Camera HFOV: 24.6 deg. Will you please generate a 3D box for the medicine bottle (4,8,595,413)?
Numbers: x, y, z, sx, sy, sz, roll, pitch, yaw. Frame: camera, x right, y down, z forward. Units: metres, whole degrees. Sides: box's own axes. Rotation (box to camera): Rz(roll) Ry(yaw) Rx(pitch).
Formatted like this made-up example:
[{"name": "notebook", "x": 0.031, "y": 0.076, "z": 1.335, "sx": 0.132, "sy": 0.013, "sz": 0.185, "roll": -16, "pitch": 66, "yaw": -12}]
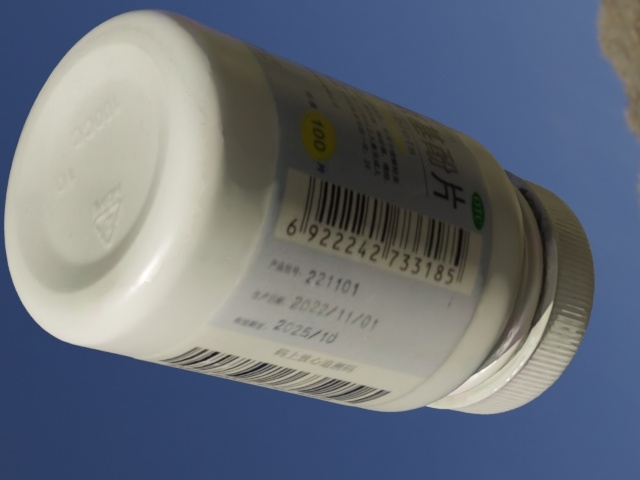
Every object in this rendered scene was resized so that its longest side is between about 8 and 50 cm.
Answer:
[{"name": "medicine bottle", "x": 0.000, "y": 0.000, "z": 0.482, "sx": 0.187, "sy": 0.103, "sz": 0.102, "roll": 18, "pitch": -121, "yaw": -41}]
